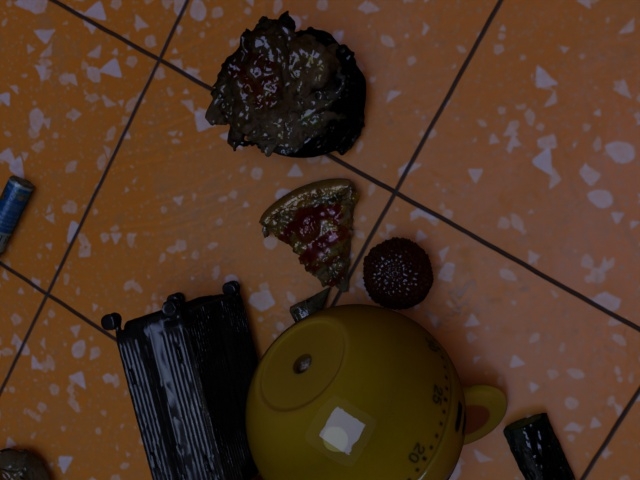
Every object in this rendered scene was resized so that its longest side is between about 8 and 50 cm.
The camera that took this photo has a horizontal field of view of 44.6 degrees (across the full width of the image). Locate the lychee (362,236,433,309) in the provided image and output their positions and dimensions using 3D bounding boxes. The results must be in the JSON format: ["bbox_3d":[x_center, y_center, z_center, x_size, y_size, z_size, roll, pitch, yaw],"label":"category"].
[{"bbox_3d":[0.126,0.051,1.269,0.123,0.129,0.123,-1,62,2],"label":"lychee"}]

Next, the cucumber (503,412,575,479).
[{"bbox_3d":[0.371,0.390,1.258,0.078,0.062,0.212,-24,87,14],"label":"cucumber"}]

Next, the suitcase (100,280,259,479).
[{"bbox_3d":[-0.206,0.255,1.317,0.152,0.229,0.335,-14,90,23],"label":"suitcase"}]

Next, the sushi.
[{"bbox_3d":[-0.053,-0.239,1.256,0.224,0.218,0.239,20,97,17],"label":"sushi"}]

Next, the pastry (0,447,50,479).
[{"bbox_3d":[-0.593,0.477,1.506,0.153,0.081,0.154,3,104,14],"label":"pastry"}]

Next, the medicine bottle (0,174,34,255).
[{"bbox_3d":[-0.612,-0.031,1.499,0.051,0.051,0.191,30,100,11],"label":"medicine bottle"}]

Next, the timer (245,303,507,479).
[{"bbox_3d":[0.081,0.290,1.214,0.376,0.376,0.387,-35,127,14],"label":"timer"}]

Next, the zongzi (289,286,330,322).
[{"bbox_3d":[-0.003,0.132,1.361,0.083,0.040,0.076,-27,93,-3],"label":"zongzi"}]

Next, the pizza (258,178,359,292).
[{"bbox_3d":[0.000,0.000,1.336,0.188,0.062,0.199,-25,88,17],"label":"pizza"}]
